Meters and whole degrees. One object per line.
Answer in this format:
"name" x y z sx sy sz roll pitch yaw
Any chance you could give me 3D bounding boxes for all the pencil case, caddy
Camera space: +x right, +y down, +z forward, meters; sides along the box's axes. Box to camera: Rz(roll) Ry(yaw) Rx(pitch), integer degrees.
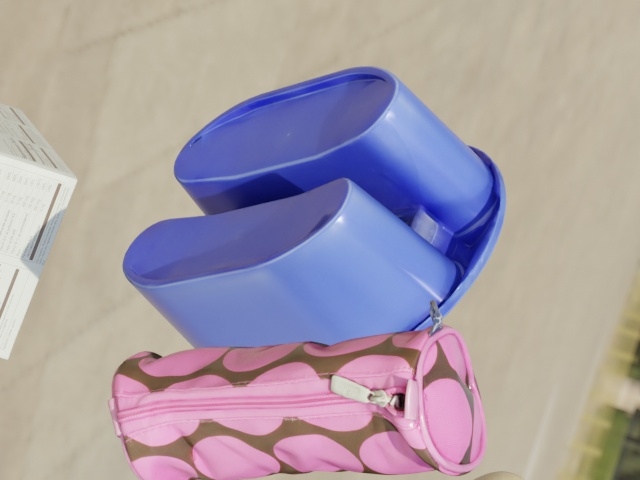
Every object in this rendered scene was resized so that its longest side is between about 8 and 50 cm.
"pencil case" -0.018 0.092 1.043 0.098 0.209 0.095 -11 92 -63
"caddy" 0.000 0.000 1.610 0.179 0.341 0.241 46 53 -29

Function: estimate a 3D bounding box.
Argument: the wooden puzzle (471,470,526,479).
"wooden puzzle" 0.097 0.379 1.346 0.322 0.348 0.080 -26 163 -26

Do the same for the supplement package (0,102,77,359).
"supplement package" -0.379 -0.029 1.941 0.204 0.145 0.262 -67 -154 10
